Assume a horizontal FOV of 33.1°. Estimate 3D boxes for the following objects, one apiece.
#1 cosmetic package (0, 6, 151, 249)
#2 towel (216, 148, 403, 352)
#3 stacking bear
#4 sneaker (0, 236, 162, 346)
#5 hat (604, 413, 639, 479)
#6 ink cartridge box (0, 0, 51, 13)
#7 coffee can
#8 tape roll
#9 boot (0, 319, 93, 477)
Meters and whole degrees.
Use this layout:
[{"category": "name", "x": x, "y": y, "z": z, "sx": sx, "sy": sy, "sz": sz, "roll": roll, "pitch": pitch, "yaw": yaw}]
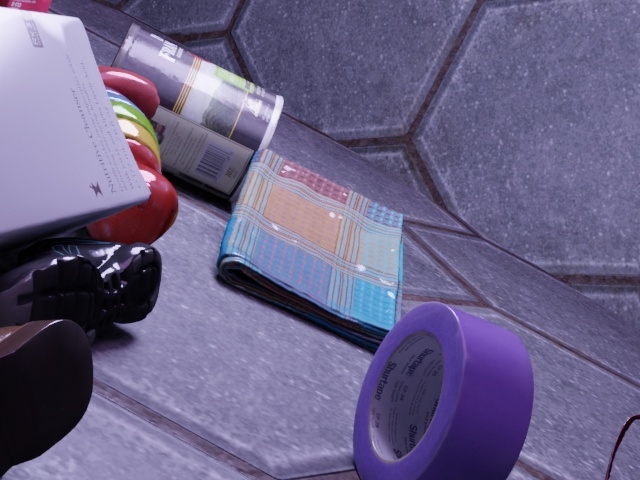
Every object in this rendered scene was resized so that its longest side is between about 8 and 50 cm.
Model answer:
[{"category": "cosmetic package", "x": -0.323, "y": -0.090, "z": 0.973, "sx": 0.385, "sy": 0.156, "sz": 0.217, "roll": -38, "pitch": 107, "yaw": -76}, {"category": "towel", "x": 0.000, "y": 0.000, "z": 1.557, "sx": 0.271, "sy": 0.040, "sz": 0.370, "roll": 25, "pitch": 29, "yaw": -8}, {"category": "stacking bear", "x": -0.264, "y": -0.089, "z": 1.348, "sx": 0.164, "sy": 0.175, "sz": 0.289, "roll": 21, "pitch": 21, "yaw": -36}, {"category": "sneaker", "x": -0.243, "y": 0.050, "z": 0.998, "sx": 0.106, "sy": 0.101, "sz": 0.267, "roll": 11, "pitch": 6, "yaw": 14}, {"category": "hat", "x": 0.203, "y": 0.243, "z": 0.876, "sx": 0.173, "sy": 0.184, "sz": 0.208, "roll": 22, "pitch": 13, "yaw": -20}, {"category": "ink cartridge box", "x": -0.539, "y": -0.338, "z": 1.717, "sx": 0.128, "sy": 0.176, "sz": 0.127, "roll": 29, "pitch": 15, "yaw": 9}, {"category": "coffee can", "x": -0.227, "y": -0.206, "z": 1.776, "sx": 0.275, "sy": 0.202, "sz": 0.201, "roll": 25, "pitch": 12, "yaw": -13}, {"category": "tape roll", "x": 0.112, "y": 0.159, "z": 1.020, "sx": 0.080, "sy": 0.189, "sz": 0.189, "roll": 23, "pitch": 13, "yaw": -21}, {"category": "boot", "x": -0.266, "y": 0.122, "z": 0.661, "sx": 0.115, "sy": 0.112, "sz": 0.305, "roll": -1, "pitch": 9, "yaw": 19}]
